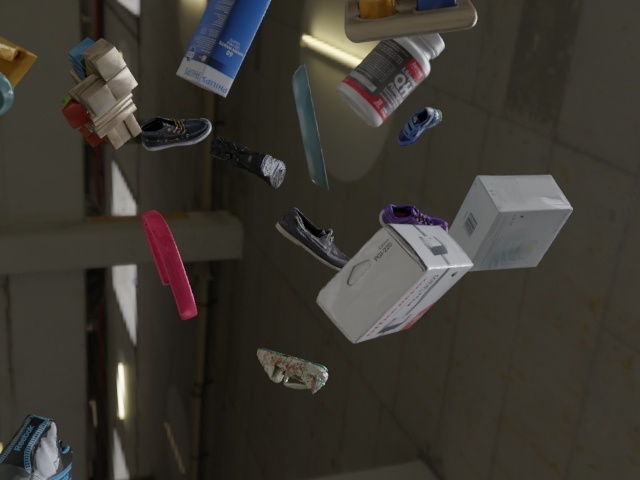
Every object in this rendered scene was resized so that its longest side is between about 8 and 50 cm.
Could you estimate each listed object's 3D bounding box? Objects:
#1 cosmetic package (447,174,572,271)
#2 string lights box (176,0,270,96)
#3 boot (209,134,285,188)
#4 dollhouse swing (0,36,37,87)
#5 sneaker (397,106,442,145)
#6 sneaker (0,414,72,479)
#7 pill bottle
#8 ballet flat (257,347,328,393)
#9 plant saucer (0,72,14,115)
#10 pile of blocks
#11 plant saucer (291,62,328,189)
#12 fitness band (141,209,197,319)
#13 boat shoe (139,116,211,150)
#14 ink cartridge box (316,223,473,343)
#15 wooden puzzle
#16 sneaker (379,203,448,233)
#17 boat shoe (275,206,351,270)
[{"bbox_3d":[0.483,-0.044,2.077,0.224,0.224,0.138,109,-31,-44],"label":"cosmetic package"},{"bbox_3d":[-0.203,-0.448,1.722,0.133,0.076,0.260,32,-82,54],"label":"string lights box"},{"bbox_3d":[-0.117,-0.127,1.296,0.045,0.099,0.121,-67,161,-4],"label":"boot"},{"bbox_3d":[-0.808,-0.303,1.525,0.315,0.347,0.305,29,-82,26],"label":"dollhouse swing"},{"bbox_3d":[0.258,-0.313,2.184,0.144,0.059,0.053,-39,-122,27],"label":"sneaker"},{"bbox_3d":[-0.433,0.397,1.299,0.341,0.125,0.140,101,5,-57],"label":"sneaker"},{"bbox_3d":[0.215,-0.508,2.415,0.318,0.176,0.176,-46,-150,0],"label":"pill bottle"},{"bbox_3d":[-0.087,0.337,2.088,0.241,0.091,0.077,8,-119,41],"label":"ballet flat"},{"bbox_3d":[-0.616,-0.261,1.453,0.021,0.119,0.119,-105,-157,-44],"label":"plant saucer"},{"bbox_3d":[-0.397,-0.244,1.364,0.149,0.112,0.362,47,-14,-2],"label":"pile of blocks"},{"bbox_3d":[-0.028,-0.277,2.000,0.317,0.043,0.318,-10,90,-90],"label":"plant saucer"},{"bbox_3d":[-0.380,0.061,2.021,0.209,0.054,0.291,-142,-146,-65],"label":"fitness band"},{"bbox_3d":[-0.368,-0.283,2.053,0.083,0.183,0.065,94,-24,-66],"label":"boat shoe"},{"bbox_3d":[0.114,0.058,1.179,0.158,0.218,0.092,-48,-111,19],"label":"ink cartridge box"},{"bbox_3d":[0.219,-0.616,2.071,0.348,0.322,0.081,-88,171,-57],"label":"wooden puzzle"},{"bbox_3d":[0.223,-0.045,1.886,0.071,0.169,0.068,118,-21,-52],"label":"sneaker"},{"bbox_3d":[0.000,0.000,1.801,0.065,0.206,0.075,-53,-166,13],"label":"boat shoe"}]
